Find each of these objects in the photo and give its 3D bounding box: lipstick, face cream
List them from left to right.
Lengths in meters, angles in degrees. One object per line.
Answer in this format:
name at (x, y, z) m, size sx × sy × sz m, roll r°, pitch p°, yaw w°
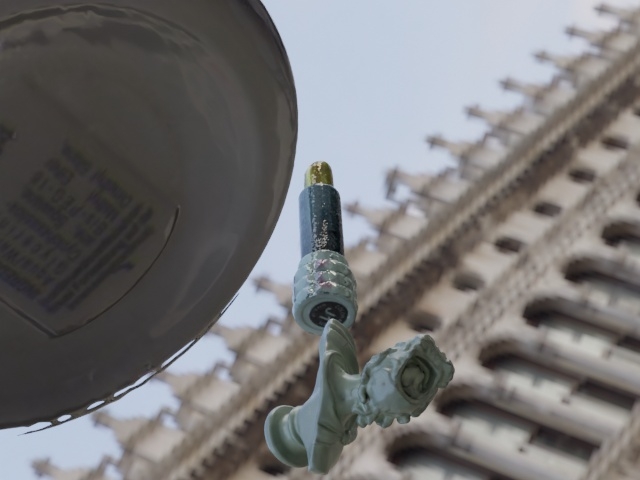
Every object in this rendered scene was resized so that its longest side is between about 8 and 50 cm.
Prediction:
face cream at (-0.113, -0.049, 0.545) m, size 0.177 × 0.153 × 0.177 m, roll -17°, pitch -48°, yaw -20°
lipstick at (0.000, 0.000, 0.987) m, size 0.116 × 0.037 × 0.037 m, roll -94°, pitch -8°, yaw -45°

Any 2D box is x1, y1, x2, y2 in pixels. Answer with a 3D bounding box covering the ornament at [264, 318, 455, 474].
ornament at (0.010, 0.070, 0.758) m, size 0.041 × 0.092 × 0.068 m, roll 27°, pitch -104°, yaw -30°
